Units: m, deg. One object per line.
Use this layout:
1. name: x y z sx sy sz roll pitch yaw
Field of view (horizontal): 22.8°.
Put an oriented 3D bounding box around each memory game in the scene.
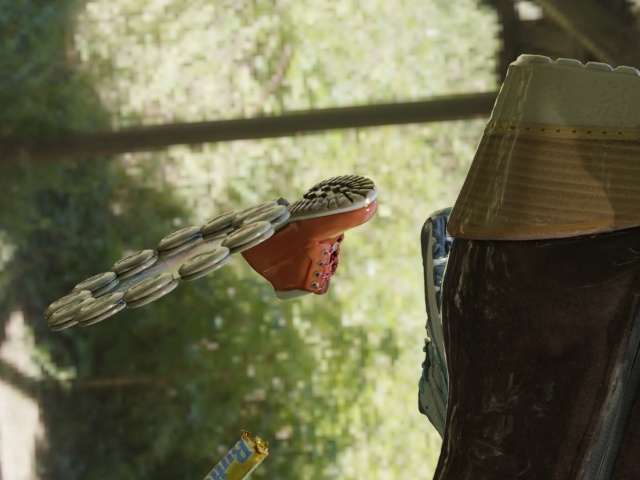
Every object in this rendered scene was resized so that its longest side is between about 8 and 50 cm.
1. memory game: -0.106 0.015 1.091 0.186 0.186 0.012 -87 152 -79

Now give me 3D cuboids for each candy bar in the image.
1. candy bar: -0.107 0.232 1.400 0.040 0.161 0.018 34 -13 45

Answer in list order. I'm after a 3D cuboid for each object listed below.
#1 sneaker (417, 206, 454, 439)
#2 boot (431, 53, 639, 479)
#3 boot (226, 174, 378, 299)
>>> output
1. sneaker: 0.124 0.111 1.405 0.122 0.110 0.283 -7 -80 52
2. boot: 0.163 0.048 0.587 0.090 0.249 0.206 -9 107 -72
3. boot: 0.000 0.000 1.279 0.059 0.158 0.084 -39 103 -42
